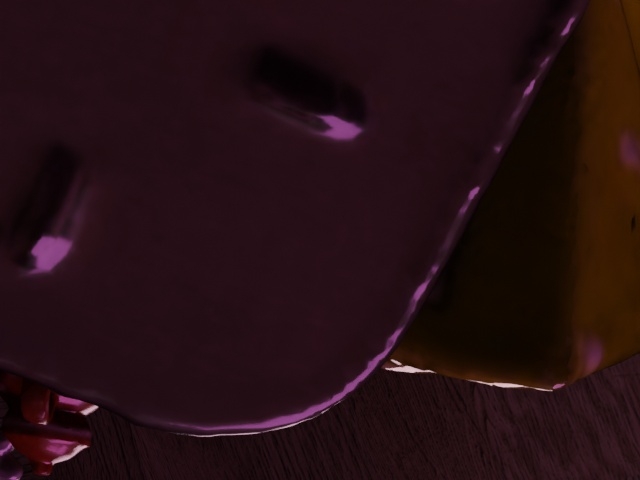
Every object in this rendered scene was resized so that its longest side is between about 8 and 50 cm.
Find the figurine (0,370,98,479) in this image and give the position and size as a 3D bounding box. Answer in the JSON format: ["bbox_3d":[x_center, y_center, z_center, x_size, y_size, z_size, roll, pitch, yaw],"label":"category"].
[{"bbox_3d":[-0.162,0.112,0.485,0.183,0.226,0.160,6,170,30],"label":"figurine"}]

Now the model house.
[{"bbox_3d":[-0.063,-0.120,0.423,0.205,0.218,0.279,-61,-165,21],"label":"model house"}]

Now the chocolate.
[{"bbox_3d":[0.014,-0.054,0.644,0.300,0.137,0.288,12,-170,27],"label":"chocolate"}]
